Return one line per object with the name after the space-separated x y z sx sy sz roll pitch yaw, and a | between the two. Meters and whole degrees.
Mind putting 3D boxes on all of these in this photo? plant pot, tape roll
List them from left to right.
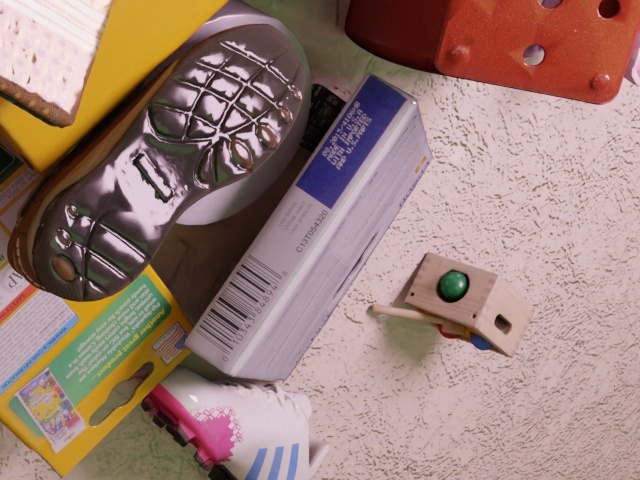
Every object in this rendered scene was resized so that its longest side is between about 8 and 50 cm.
-0.113 -0.127 1.401 0.219 0.072 0.219 -25 131 -32 | tape roll
0.192 -0.262 1.402 0.267 0.236 0.267 10 113 -11 | plant pot

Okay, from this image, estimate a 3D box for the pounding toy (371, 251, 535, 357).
0.163 0.084 1.780 0.141 0.130 0.100 38 75 -50 | pounding toy

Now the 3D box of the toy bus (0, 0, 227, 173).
-0.169 -0.219 1.239 0.333 0.130 0.108 -45 139 -12 | toy bus

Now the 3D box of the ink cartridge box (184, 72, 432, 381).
0.000 0.000 1.551 0.324 0.071 0.330 -56 172 -2 | ink cartridge box

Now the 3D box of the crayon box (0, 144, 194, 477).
-0.267 0.057 1.364 0.203 0.083 0.323 -45 138 -13 | crayon box

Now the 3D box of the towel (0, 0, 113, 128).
-0.230 -0.302 1.077 0.271 0.040 0.370 31 69 -45 | towel

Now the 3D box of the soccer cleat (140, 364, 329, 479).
-0.088 0.196 1.612 0.143 0.116 0.331 -46 146 -11 | soccer cleat

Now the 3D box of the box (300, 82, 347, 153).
0.007 -0.122 1.562 0.083 0.018 0.067 29 94 -50 | box

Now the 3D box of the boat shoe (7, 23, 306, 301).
-0.150 -0.077 1.260 0.324 0.120 0.122 -44 117 -29 | boat shoe

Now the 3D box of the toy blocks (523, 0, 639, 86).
0.370 -0.306 1.610 0.309 0.260 0.288 -4 118 -43 | toy blocks
